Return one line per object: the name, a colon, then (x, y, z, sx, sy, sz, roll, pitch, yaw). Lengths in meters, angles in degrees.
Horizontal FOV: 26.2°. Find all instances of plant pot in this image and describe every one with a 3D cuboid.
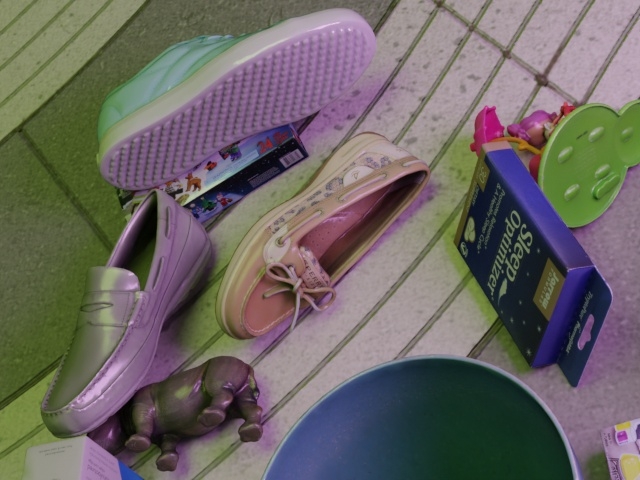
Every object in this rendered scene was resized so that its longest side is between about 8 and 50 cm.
plant pot: (0.109, 0.272, 1.189, 0.290, 0.195, 0.290, -15, 53, 20)

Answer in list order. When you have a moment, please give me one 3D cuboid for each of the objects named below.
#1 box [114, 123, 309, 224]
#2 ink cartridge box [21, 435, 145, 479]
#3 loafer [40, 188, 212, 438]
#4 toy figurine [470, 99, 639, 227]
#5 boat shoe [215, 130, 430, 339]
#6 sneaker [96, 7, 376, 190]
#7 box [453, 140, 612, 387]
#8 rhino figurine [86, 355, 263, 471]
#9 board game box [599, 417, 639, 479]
box: (-0.145, -0.106, 1.690, 0.233, 0.044, 0.159, -32, 49, 7)
ink cartridge box: (-0.246, 0.333, 1.388, 0.078, 0.134, 0.231, -13, 54, 21)
loafer: (-0.227, 0.076, 1.523, 0.112, 0.111, 0.319, -10, 39, 34)
toy figurine: (0.238, -0.108, 1.447, 0.173, 0.130, 0.159, -33, 35, -24)
boat shoe: (0.000, 0.000, 1.497, 0.089, 0.104, 0.285, 31, 76, 43)
sneaker: (-0.115, -0.203, 1.621, 0.366, 0.135, 0.150, -24, 54, 12)
box: (0.204, 0.024, 1.352, 0.037, 0.136, 0.225, -9, 45, -22)
rhino figurine: (-0.172, 0.193, 1.482, 0.243, 0.073, 0.106, -20, 34, 18)
board game box: (0.367, 0.288, 1.135, 0.208, 0.056, 0.346, -17, 52, 13)
